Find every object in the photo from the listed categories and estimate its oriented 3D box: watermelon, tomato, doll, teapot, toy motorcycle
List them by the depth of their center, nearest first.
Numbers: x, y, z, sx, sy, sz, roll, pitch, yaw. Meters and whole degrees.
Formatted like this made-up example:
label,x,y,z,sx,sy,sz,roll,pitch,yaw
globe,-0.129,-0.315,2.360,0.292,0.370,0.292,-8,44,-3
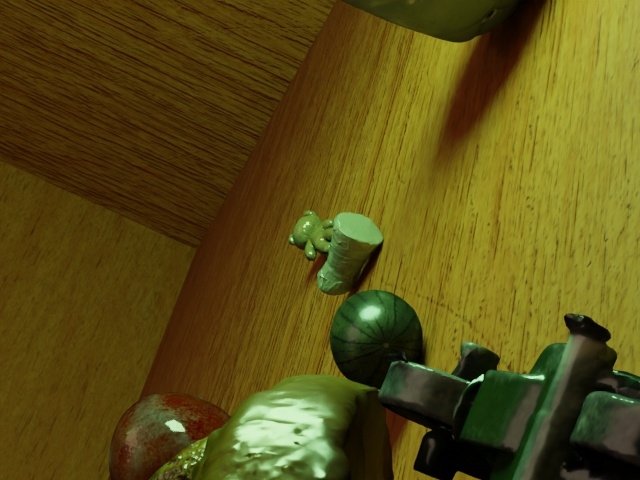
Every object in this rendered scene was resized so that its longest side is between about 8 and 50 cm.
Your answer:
label,x,y,z,sx,sy,sz,roll,pitch,yaw
toy motorcycle,0.094,0.136,0.485,0.205,0.127,0.275,-67,16,-9
watermelon,0.045,0.079,1.033,0.078,0.078,0.110,-64,7,10
teapot,0.030,0.017,1.372,0.067,0.057,0.083,-12,-46,-52
tomato,-0.170,0.255,1.502,0.167,0.167,0.167,-62,9,18
doll,-0.007,-0.005,1.631,0.061,0.051,0.093,-59,10,-4

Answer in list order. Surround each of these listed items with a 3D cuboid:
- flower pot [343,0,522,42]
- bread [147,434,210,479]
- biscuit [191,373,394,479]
label,x,y,z,sx,sy,sz,roll,pitch,yaw
flower pot,0.105,-0.305,1.213,0.246,0.246,0.195,-94,23,-72
bread,-0.103,0.244,1.253,0.193,0.064,0.193,-31,-21,-13
biscuit,-0.018,0.210,0.613,0.296,0.102,0.296,2,-90,-80
